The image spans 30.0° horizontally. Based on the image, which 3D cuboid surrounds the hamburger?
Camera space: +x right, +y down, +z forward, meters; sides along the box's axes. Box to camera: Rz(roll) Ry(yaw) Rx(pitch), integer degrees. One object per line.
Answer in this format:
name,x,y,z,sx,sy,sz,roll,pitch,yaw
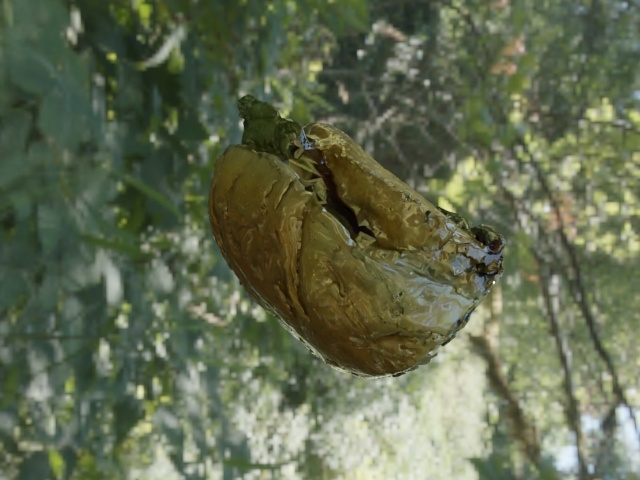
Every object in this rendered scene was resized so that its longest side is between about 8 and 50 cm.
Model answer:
hamburger,-0.006,-0.004,0.498,0.087,0.102,0.176,-56,-163,5
